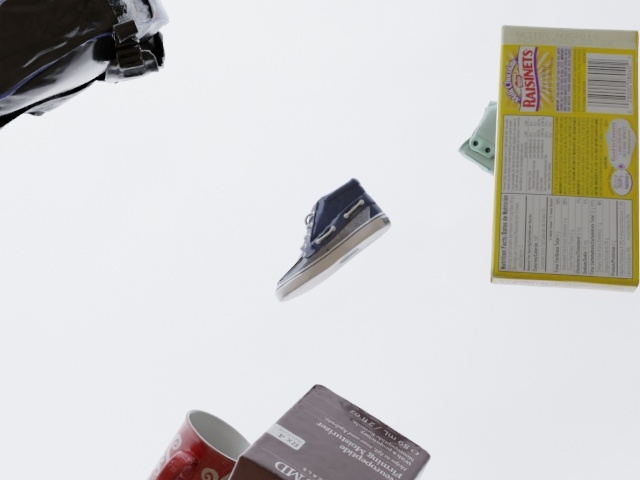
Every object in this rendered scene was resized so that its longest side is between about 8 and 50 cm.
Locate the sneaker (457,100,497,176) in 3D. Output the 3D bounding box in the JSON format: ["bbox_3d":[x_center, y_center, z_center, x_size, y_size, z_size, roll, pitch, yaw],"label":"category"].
[{"bbox_3d":[0.264,-0.076,1.579,0.151,0.094,0.255,14,-91,14],"label":"sneaker"}]

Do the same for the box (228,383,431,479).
[{"bbox_3d":[-0.006,0.303,1.249,0.203,0.168,0.167,-34,-29,-61],"label":"box"}]

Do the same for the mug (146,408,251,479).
[{"bbox_3d":[-0.188,0.317,1.433,0.150,0.113,0.169,27,-77,-44],"label":"mug"}]

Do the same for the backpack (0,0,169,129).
[{"bbox_3d":[-0.302,-0.239,1.213,0.277,0.263,0.213,-21,-86,15],"label":"backpack"}]

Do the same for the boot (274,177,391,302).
[{"bbox_3d":[0.000,0.000,1.500,0.190,0.069,0.086,-37,-103,7],"label":"boot"}]

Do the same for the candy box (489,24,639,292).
[{"bbox_3d":[0.182,-0.064,0.815,0.105,0.027,0.205,3,-109,8],"label":"candy box"}]
